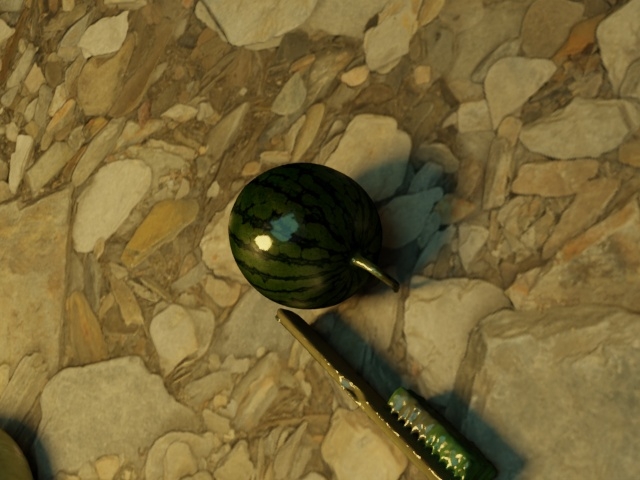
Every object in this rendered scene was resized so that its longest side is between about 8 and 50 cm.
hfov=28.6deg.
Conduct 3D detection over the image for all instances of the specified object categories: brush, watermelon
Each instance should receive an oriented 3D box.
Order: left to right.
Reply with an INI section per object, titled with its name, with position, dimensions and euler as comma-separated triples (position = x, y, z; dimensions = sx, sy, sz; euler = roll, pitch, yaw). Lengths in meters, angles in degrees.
[watermelon]
position = 0.000, 0.000, 1.179
dimensions = 0.187, 0.141, 0.140
euler = 21, 87, 41
[brush]
position = 0.055, 0.140, 1.136
dimensions = 0.048, 0.054, 0.282
euler = -50, 49, 0

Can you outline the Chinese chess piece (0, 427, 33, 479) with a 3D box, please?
[Chinese chess piece]
position = -0.430, 0.318, 1.420
dimensions = 0.250, 0.101, 0.250
euler = -15, 64, 34
